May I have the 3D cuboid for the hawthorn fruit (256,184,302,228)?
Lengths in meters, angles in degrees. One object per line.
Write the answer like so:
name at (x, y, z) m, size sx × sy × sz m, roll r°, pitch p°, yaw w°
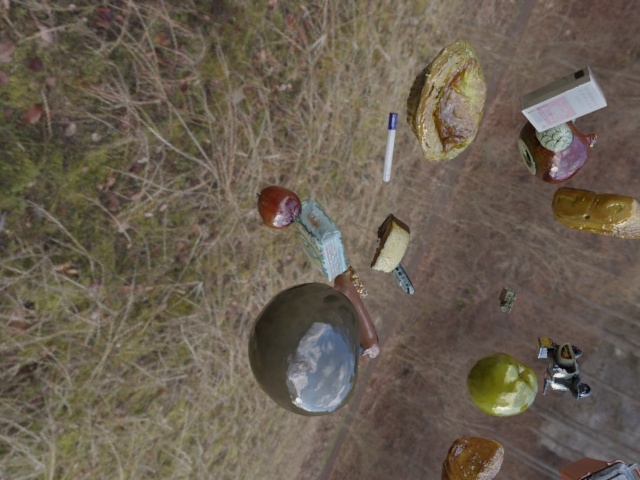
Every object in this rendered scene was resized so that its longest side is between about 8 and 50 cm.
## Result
hawthorn fruit at (-0.147, -0.116, 1.683) m, size 0.148 × 0.172 × 0.148 m, roll -46°, pitch 162°, yaw -19°

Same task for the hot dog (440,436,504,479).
hot dog at (0.499, 0.767, 1.742) m, size 0.256 × 0.153 × 0.150 m, roll -31°, pitch 130°, yaw -35°

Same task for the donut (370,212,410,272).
donut at (0.234, 0.004, 1.671) m, size 0.141 × 0.085 × 0.217 m, roll -59°, pitch -172°, yaw 46°

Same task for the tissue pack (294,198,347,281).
tissue pack at (0.000, 0.000, 2.188) m, size 0.128 × 0.228 × 0.311 m, roll -34°, pitch 148°, yaw -12°

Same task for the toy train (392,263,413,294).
toy train at (0.306, 0.125, 2.016) m, size 0.047 × 0.208 × 0.043 m, roll -21°, pitch 148°, yaw -10°

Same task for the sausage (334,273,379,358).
sausage at (0.112, 0.228, 1.617) m, size 0.078 × 0.304 × 0.078 m, roll -17°, pitch 149°, yaw -10°

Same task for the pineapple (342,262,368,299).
pineapple at (0.166, 0.221, 2.413) m, size 0.079 × 0.135 × 0.233 m, roll -32°, pitch 132°, yaw -4°

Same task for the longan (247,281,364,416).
longan at (-0.025, 0.234, 1.132) m, size 0.243 × 0.300 × 0.300 m, roll -16°, pitch -151°, yaw 44°

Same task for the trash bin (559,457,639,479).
trash bin at (0.856, 0.746, 1.561) m, size 0.184 × 0.161 × 0.239 m, roll -24°, pitch 167°, yaw -2°

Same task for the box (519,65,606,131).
box at (0.711, -0.409, 1.510) m, size 0.141 × 0.201 × 0.058 m, roll 28°, pitch 56°, yaw -42°

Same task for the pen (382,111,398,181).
pen at (0.261, -0.348, 1.934) m, size 0.033 × 0.033 × 0.269 m, roll -47°, pitch 145°, yaw -55°

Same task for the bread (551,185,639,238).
bread at (1.099, -0.092, 1.986) m, size 0.337 × 0.328 × 0.148 m, roll 13°, pitch 95°, yaw -42°

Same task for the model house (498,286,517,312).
model house at (0.740, 0.235, 2.044) m, size 0.057 × 0.058 × 0.083 m, roll -49°, pitch 157°, yaw -56°

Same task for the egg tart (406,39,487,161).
egg tart at (0.348, -0.396, 1.474) m, size 0.352 × 0.150 × 0.352 m, roll -27°, pitch 127°, yaw -42°

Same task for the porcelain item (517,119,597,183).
porcelain item at (0.803, -0.322, 1.727) m, size 0.253 × 0.253 × 0.253 m, roll -59°, pitch 166°, yaw -26°

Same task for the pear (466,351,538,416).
pear at (0.534, 0.429, 1.527) m, size 0.200 × 0.200 × 0.200 m, roll -59°, pitch 166°, yaw -26°

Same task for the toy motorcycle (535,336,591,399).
toy motorcycle at (0.878, 0.468, 1.867) m, size 0.263 × 0.157 × 0.091 m, roll -70°, pitch 159°, yaw -56°
